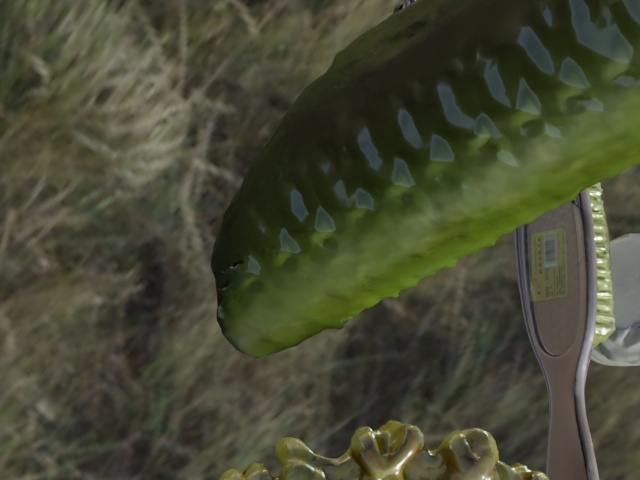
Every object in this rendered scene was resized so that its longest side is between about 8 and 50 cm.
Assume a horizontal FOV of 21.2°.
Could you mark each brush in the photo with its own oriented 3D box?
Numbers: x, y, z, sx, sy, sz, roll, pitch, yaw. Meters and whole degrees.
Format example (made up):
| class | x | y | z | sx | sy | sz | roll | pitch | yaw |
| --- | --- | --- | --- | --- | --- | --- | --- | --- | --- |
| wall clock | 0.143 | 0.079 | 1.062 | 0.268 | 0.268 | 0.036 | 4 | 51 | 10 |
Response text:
| class | x | y | z | sx | sy | sz | roll | pitch | yaw |
| --- | --- | --- | --- | --- | --- | --- | --- | --- | --- |
| brush | 0.194 | 0.088 | 1.264 | 0.067 | 0.072 | 0.313 | 9 | 72 | -36 |

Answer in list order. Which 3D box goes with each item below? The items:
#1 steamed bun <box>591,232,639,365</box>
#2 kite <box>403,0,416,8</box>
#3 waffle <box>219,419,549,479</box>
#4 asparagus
| class | x | y | z | sx | sy | sz | roll | pitch | yaw |
| --- | --- | --- | --- | --- | --- | --- | --- | --- | --- |
| steamed bun | 0.379 | 0.080 | 2.048 | 0.106 | 0.183 | 0.183 | 60 | 33 | -45 |
| kite | 0.129 | -0.187 | 1.754 | 0.232 | 0.009 | 0.189 | -13 | 67 | -46 |
| waffle | 0.031 | 0.233 | 0.984 | 0.249 | 0.056 | 0.253 | -10 | 95 | -11 |
| asparagus | 0.100 | -0.075 | 0.715 | 0.108 | 0.382 | 0.128 | 14 | 53 | -51 |
